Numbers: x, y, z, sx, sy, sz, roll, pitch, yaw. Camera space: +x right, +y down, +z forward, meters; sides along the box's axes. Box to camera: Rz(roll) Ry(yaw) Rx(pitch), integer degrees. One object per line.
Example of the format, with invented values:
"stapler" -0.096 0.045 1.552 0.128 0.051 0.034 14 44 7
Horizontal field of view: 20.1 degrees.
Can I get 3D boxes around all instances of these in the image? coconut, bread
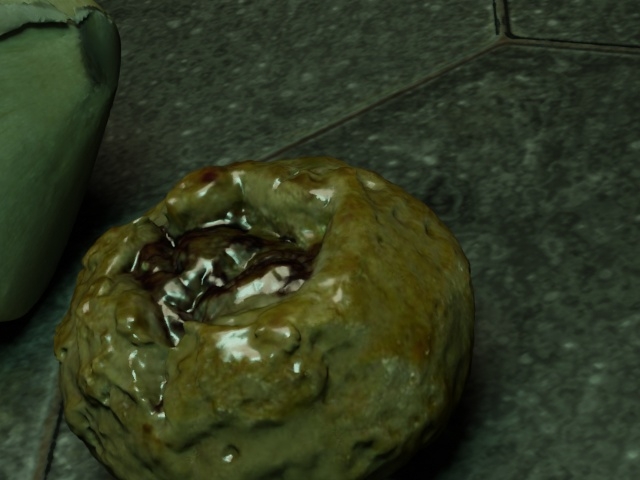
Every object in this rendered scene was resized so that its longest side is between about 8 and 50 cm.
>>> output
"coconut" -0.273 -0.084 1.145 0.323 0.323 0.323 -11 34 8
"bread" -0.030 0.041 0.949 0.230 0.123 0.230 -9 35 7

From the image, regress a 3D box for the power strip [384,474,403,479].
"power strip" -0.047 0.096 1.010 0.252 0.027 0.060 18 46 41
